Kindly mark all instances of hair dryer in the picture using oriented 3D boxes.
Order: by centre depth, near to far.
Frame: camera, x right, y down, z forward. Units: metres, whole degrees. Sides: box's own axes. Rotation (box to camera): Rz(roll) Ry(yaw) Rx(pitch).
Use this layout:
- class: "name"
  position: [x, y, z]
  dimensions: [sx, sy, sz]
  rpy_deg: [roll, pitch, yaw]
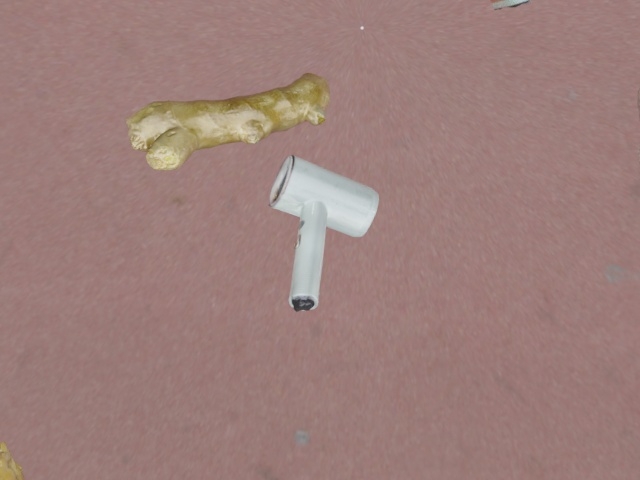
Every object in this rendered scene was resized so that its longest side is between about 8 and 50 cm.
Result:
- class: "hair dryer"
  position: [0.000, 0.000, 1.405]
  dimensions: [0.131, 0.236, 0.073]
  rpy_deg: [21, 130, -13]

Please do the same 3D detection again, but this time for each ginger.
- class: "ginger"
  position: [-0.110, -0.163, 1.479]
  dimensions: [0.299, 0.118, 0.065]
  rpy_deg: [-20, 141, -27]

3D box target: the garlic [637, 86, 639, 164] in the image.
- class: "garlic"
  position: [0.488, -0.136, 1.186]
  dimensions: [0.317, 0.259, 0.317]
  rpy_deg: [2, 126, 3]

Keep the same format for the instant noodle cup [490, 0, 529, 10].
- class: "instant noodle cup"
  position: [0.264, -0.455, 1.364]
  dimensions: [0.294, 0.294, 0.307]
  rpy_deg: [-19, 99, 5]

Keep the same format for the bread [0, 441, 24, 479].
- class: "bread"
  position: [-0.331, 0.266, 0.900]
  dimensions: [0.198, 0.120, 0.236]
  rpy_deg: [-1, 65, 4]
